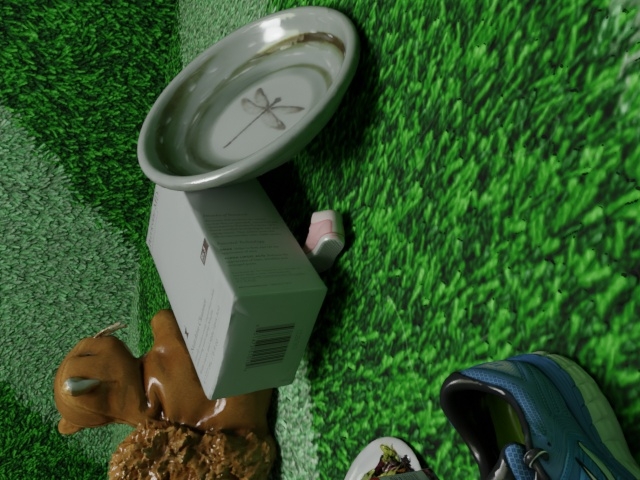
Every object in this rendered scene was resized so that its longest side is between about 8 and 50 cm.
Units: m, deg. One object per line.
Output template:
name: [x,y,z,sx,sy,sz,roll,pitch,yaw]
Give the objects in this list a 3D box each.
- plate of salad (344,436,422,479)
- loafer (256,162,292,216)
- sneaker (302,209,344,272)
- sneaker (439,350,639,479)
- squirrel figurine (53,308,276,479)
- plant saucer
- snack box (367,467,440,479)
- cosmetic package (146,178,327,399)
plate of salad: [0.060,0.338,0.817,0.200,0.048,0.199,-49,29,40]
loafer: [-0.110,-0.045,1.246,0.076,0.078,0.223,-147,64,-62]
sneaker: [0.000,0.000,1.043,0.134,0.051,0.070,130,144,-53]
sneaker: [0.188,0.214,0.491,0.330,0.147,0.129,56,135,52]
squirrel figurine: [-0.284,0.314,1.213,0.281,0.371,0.396,126,140,-48]
plant saucer: [-0.104,-0.211,1.079,0.401,0.100,0.400,-19,44,19]
snack box: [0.094,0.313,0.513,0.207,0.070,0.174,-137,49,-58]
cosmetic package: [-0.156,0.037,1.102,0.385,0.156,0.217,53,136,43]
